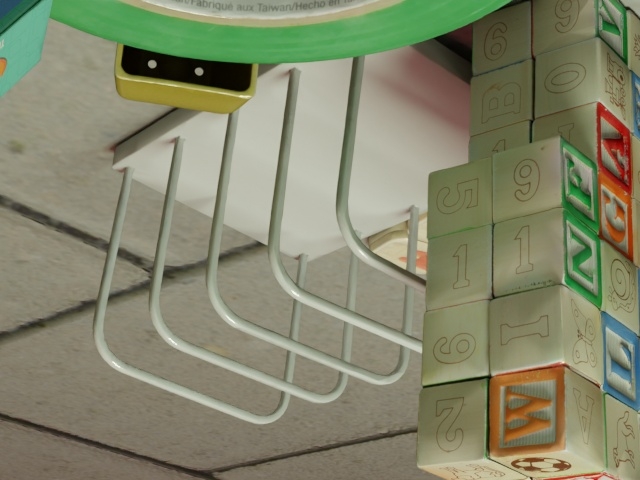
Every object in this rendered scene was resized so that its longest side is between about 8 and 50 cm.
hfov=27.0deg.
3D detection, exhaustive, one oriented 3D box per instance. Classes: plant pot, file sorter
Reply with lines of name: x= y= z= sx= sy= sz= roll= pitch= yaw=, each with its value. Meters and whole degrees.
plant pot: x=-0.082 y=-0.117 z=0.802 sx=0.081 sy=0.081 sz=0.083 roll=7 pitch=167 yaw=-10
file sorter: x=0.000 y=0.000 z=0.914 sx=0.193 sy=0.173 sz=0.278 roll=26 pitch=146 yaw=-33

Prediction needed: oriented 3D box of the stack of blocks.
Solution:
stack of blocks: x=0.143 y=0.003 z=0.773 sx=0.087 sy=0.297 sz=0.171 roll=-14 pitch=150 yaw=36

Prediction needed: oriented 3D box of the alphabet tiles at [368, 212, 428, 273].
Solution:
alphabet tiles: x=0.166 y=-0.023 z=1.047 sx=0.278 sy=0.021 sz=0.284 roll=16 pitch=152 yaw=-27

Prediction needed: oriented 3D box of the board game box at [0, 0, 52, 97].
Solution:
board game box: x=-0.250 y=-0.103 z=0.586 sx=0.210 sy=0.160 sz=0.047 roll=28 pitch=133 yaw=5

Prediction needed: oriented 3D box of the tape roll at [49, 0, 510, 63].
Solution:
tape roll: x=-0.032 y=-0.192 z=0.614 sx=0.321 sy=0.077 sz=0.321 roll=1 pitch=157 yaw=0
